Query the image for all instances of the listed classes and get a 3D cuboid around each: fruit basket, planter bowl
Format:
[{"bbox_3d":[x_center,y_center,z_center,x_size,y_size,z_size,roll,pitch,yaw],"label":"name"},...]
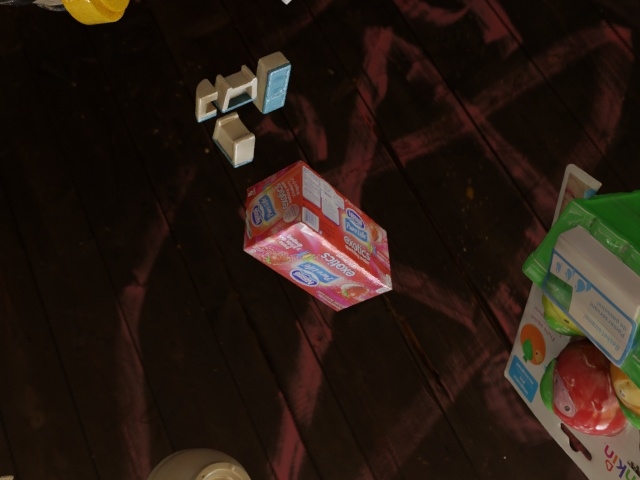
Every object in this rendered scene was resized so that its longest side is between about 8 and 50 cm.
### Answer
[{"bbox_3d":[0.329,0.138,0.802,0.165,0.353,0.327,-3,-145,-23],"label":"fruit basket"},{"bbox_3d":[-0.154,0.363,0.965,0.109,0.162,0.162,-35,-121,49],"label":"planter bowl"}]

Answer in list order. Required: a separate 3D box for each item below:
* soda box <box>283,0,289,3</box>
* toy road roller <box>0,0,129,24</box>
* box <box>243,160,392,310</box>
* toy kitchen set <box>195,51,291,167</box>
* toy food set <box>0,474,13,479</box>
[{"bbox_3d":[-0.011,-0.426,1.000,0.069,0.216,0.074,40,-112,-17],"label":"soda box"},{"bbox_3d":[-0.310,-0.446,0.885,0.240,0.202,0.329,-5,-76,6],"label":"toy road roller"},{"bbox_3d":[0.000,0.000,1.172,0.122,0.257,0.128,-24,-131,29],"label":"box"},{"bbox_3d":[-0.123,-0.237,1.348,0.207,0.122,0.166,-29,-112,-26],"label":"toy kitchen set"},{"bbox_3d":[-0.413,0.432,0.781,0.092,0.220,0.306,17,-120,-26],"label":"toy food set"}]
